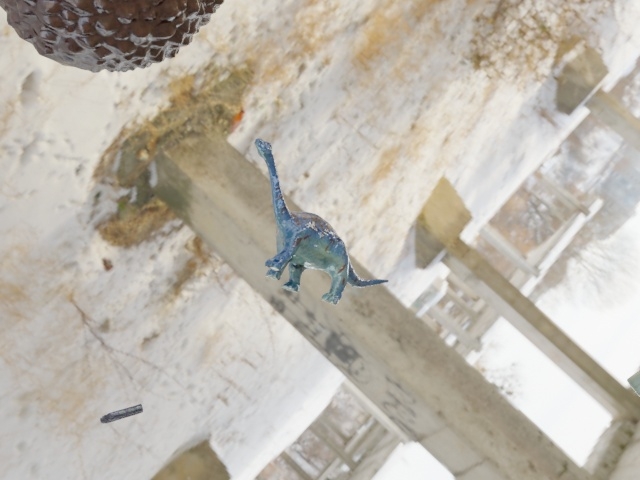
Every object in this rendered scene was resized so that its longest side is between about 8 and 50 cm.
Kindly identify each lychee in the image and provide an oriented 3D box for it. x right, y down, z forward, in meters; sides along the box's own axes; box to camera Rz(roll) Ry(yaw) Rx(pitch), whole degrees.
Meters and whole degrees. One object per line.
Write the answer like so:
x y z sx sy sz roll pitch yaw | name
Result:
-0.236 -0.308 0.725 0.300 0.264 0.264 4 139 -33 | lychee

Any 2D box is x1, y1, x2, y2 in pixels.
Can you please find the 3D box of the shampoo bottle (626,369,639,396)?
0.560 0.174 1.064 0.195 0.056 0.056 -42 173 13 | shampoo bottle

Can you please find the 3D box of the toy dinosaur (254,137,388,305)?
-0.019 0.017 0.986 0.076 0.329 0.144 -3 -130 47 | toy dinosaur

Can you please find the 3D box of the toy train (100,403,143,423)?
-0.395 0.345 1.401 0.083 0.017 0.017 -11 154 -31 | toy train
